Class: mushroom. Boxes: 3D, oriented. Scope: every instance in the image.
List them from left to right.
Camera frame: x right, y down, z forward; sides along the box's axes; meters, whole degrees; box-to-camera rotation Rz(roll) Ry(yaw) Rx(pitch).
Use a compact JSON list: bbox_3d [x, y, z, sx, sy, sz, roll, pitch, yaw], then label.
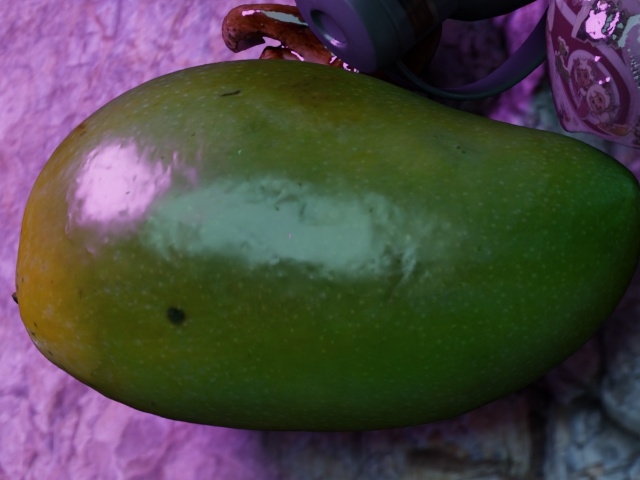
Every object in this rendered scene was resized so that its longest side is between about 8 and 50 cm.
[{"bbox_3d":[0.005,-0.126,1.202,0.170,0.080,0.135,13,60,37],"label":"mushroom"}]

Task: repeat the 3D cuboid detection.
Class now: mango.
[{"bbox_3d":[0.000,0.000,1.058,0.381,0.201,0.225,-2,46,23],"label":"mango"}]

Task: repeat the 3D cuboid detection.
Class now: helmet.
[{"bbox_3d":[0.197,-0.130,1.011,0.153,0.107,0.177,-14,26,-1],"label":"helmet"}]

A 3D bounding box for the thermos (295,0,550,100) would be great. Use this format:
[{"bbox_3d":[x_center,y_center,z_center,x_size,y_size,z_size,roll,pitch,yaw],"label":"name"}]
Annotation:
[{"bbox_3d":[0.113,-0.205,1.107,0.286,0.182,0.145,-43,31,-14],"label":"thermos"}]
